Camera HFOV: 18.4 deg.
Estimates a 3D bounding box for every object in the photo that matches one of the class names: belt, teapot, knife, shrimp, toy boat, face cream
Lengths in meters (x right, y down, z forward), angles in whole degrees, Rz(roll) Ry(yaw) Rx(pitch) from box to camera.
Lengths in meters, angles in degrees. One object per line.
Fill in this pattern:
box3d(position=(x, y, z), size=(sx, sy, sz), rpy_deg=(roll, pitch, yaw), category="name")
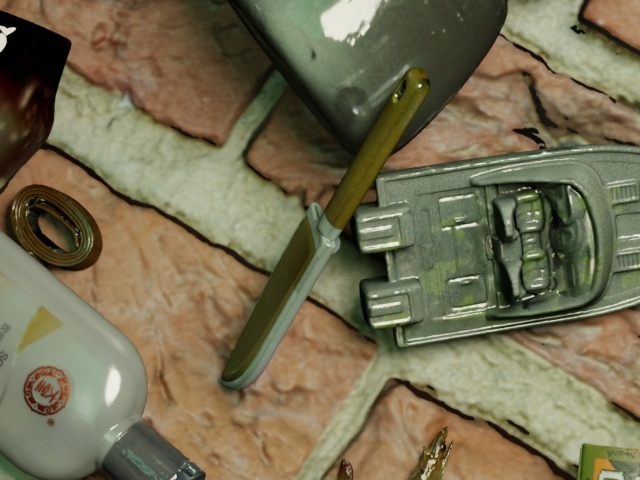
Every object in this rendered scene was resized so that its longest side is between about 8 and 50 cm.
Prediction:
box3d(position=(-0.222, -0.009, 1.658), size=(0.083, 0.036, 0.059), rpy_deg=(41, 92, 14), category="belt")
box3d(position=(0.072, -0.235, 1.602), size=(0.285, 0.305, 0.223), rpy_deg=(-37, 109, 0), category="teapot")
box3d(position=(0.000, -0.001, 1.531), size=(0.027, 0.061, 0.343), rpy_deg=(16, 123, -23), category="knife")
box3d(position=(0.056, 0.189, 1.583), size=(0.083, 0.023, 0.114), rpy_deg=(28, 86, 15), category="shrimp")
box3d(position=(0.185, -0.004, 1.561), size=(0.319, 0.092, 0.141), rpy_deg=(-9, 104, -4), category="toy boat")
box3d(position=(-0.219, 0.119, 1.609), size=(0.291, 0.071, 0.144), rpy_deg=(40, 93, 13), category="face cream")

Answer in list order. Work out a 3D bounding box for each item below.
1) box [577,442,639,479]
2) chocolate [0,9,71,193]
box3d(position=(0.270, 0.261, 1.473), size=(0.177, 0.148, 0.195), rpy_deg=(7, 79, 8), category="box")
box3d(position=(-0.385, -0.122, 1.617), size=(0.340, 0.225, 0.210), rpy_deg=(22, 94, 12), category="chocolate")
